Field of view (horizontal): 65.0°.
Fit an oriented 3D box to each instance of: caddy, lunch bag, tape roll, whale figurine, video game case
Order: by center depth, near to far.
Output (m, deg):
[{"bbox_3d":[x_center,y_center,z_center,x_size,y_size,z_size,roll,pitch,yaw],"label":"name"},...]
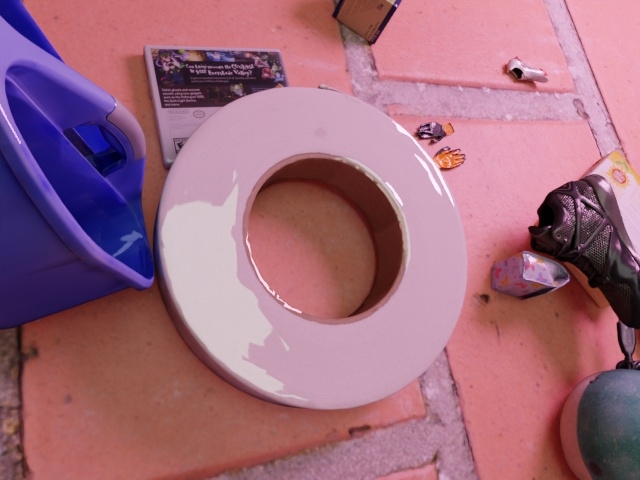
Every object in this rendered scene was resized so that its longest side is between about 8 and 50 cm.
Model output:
[{"bbox_3d":[-0.236,-0.065,0.415,0.179,0.341,0.241,-23,80,-10],"label":"caddy"},{"bbox_3d":[0.000,0.000,0.608,0.391,0.072,0.392,7,71,-20],"label":"tape roll"},{"bbox_3d":[0.439,0.297,0.642,0.216,0.141,0.272,-25,81,-28],"label":"whale figurine"},{"bbox_3d":[-0.125,-0.182,0.671,0.190,0.022,0.173,-8,74,-24],"label":"video game case"},{"bbox_3d":[0.302,0.055,0.721,0.083,0.071,0.053,16,67,-17],"label":"lunch bag"}]

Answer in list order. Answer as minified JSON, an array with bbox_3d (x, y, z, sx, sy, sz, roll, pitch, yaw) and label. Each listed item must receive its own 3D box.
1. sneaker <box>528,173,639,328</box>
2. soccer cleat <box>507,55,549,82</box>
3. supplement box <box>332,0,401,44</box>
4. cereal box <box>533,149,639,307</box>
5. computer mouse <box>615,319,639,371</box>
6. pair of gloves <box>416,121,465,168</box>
[{"bbox_3d":[0.380,0.027,0.722,0.130,0.087,0.228,-17,81,-4],"label":"sneaker"},{"bbox_3d":[0.379,-0.305,0.920,0.083,0.029,0.036,26,71,-7],"label":"soccer cleat"},{"bbox_3d":[0.078,-0.376,0.792,0.083,0.083,0.056,31,62,-7],"label":"supplement box"},{"bbox_3d":[0.482,-0.026,0.839,0.240,0.047,0.173,-36,85,-27],"label":"cereal box"},{"bbox_3d":[0.527,0.119,0.798,0.184,0.060,0.262,18,76,-19],"label":"computer mouse"},{"bbox_3d":[0.192,-0.151,0.793,0.074,0.010,0.083,-15,75,-26],"label":"pair of gloves"}]
